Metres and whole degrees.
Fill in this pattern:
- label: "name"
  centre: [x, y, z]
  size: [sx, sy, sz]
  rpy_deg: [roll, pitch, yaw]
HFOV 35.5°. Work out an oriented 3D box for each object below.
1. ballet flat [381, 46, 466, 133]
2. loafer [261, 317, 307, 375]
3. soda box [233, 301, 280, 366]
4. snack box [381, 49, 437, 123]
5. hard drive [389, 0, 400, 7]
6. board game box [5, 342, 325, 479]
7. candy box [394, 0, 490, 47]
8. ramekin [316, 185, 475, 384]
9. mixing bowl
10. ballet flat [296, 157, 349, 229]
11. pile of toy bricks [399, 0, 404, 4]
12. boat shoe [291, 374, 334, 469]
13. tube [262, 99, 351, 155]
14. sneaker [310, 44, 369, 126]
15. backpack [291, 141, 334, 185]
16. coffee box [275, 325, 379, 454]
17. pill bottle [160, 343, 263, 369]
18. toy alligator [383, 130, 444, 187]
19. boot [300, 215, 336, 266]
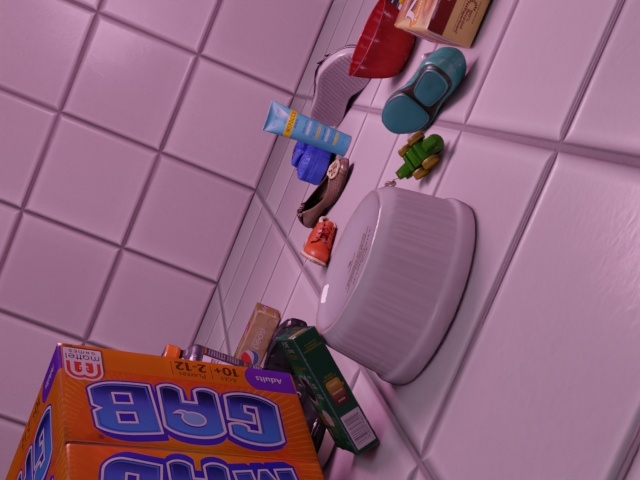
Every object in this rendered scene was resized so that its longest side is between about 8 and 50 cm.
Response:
- label: "ballet flat"
  centre: [0.183, -0.253, 1.691]
  size: [0.087, 0.083, 0.247]
  rpy_deg: [-46, 2, -23]
- label: "loafer"
  centre: [-0.074, 0.247, 1.964]
  size: [0.078, 0.076, 0.223]
  rpy_deg: [-92, 21, -54]
- label: "soda box"
  centre: [-0.158, 0.245, 2.402]
  size: [0.058, 0.061, 0.181]
  rpy_deg: [-99, 32, -71]
- label: "snack box"
  centre: [0.171, -0.272, 1.791]
  size: [0.064, 0.022, 0.178]
  rpy_deg: [-22, -22, -37]
- label: "hard drive"
  centre: [0.174, -0.585, 2.488]
  size: [0.094, 0.022, 0.135]
  rpy_deg: [-92, 26, -65]
- label: "board game box"
  centre: [-0.225, 0.408, 1.372]
  size: [0.356, 0.356, 0.356]
  rpy_deg: [-63, 30, 30]
- label: "candy box"
  centre: [0.227, -0.446, 1.770]
  size: [0.316, 0.087, 0.183]
  rpy_deg: [-115, 47, -75]
- label: "ramekin"
  centre: [0.092, 0.050, 1.360]
  size: [0.273, 0.127, 0.273]
  rpy_deg: [-158, 90, -80]
- label: "mixing bowl"
  centre: [0.140, -0.413, 2.114]
  size: [0.181, 0.098, 0.181]
  rpy_deg: [-159, 90, -79]
- label: "ballet flat"
  centre: [0.003, -0.109, 2.306]
  size: [0.250, 0.058, 0.084]
  rpy_deg: [126, 162, -52]
- label: "pile of toy bricks"
  centre: [0.193, -0.603, 2.207]
  size: [0.118, 0.105, 0.212]
  rpy_deg: [132, 157, -62]
- label: "boat shoe"
  centre: [-0.057, 0.285, 1.676]
  size: [0.340, 0.113, 0.127]
  rpy_deg: [-118, 51, -76]
- label: "tube"
  centre: [-0.031, -0.261, 2.372]
  size: [0.052, 0.207, 0.080]
  rpy_deg: [135, 153, -66]
- label: "sneaker"
  centre: [0.048, -0.420, 2.515]
  size: [0.321, 0.126, 0.127]
  rpy_deg: [128, 155, -61]
- label: "backpack"
  centre: [-0.021, -0.200, 2.504]
  size: [0.098, 0.101, 0.120]
  rpy_deg: [113, 168, -48]
- label: "coffee box"
  centre: [0.008, 0.203, 1.377]
  size: [0.040, 0.184, 0.113]
  rpy_deg: [-30, 1, -15]
- label: "pill bottle"
  centre: [-0.232, 0.303, 2.153]
  size: [0.130, 0.245, 0.130]
  rpy_deg: [-158, 90, -80]
- label: "toy alligator"
  centre: [0.157, -0.129, 1.615]
  size: [0.051, 0.056, 0.190]
  rpy_deg: [-26, -12, -27]
- label: "boot"
  centre: [0.000, 0.000, 2.120]
  size: [0.084, 0.059, 0.158]
  rpy_deg: [-60, 12, 17]
